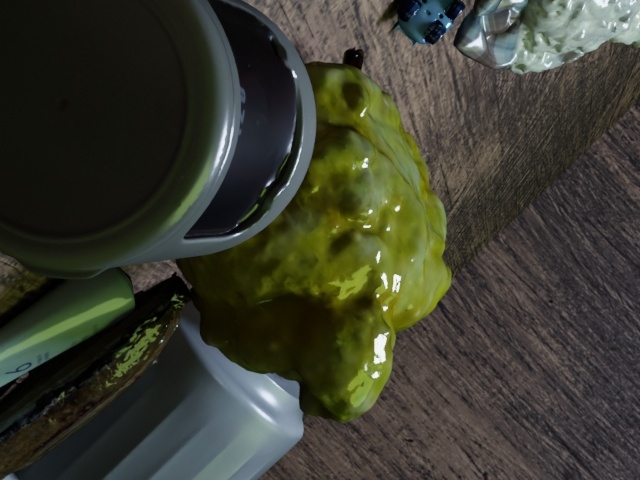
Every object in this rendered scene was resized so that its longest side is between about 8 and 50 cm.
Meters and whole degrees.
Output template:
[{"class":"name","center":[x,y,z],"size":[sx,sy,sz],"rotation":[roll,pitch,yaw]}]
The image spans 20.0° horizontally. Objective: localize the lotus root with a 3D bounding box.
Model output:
[{"class":"lotus root","center":[-0.250,0.155,1.877],"size":[0.329,0.078,0.167],"rotation":[-36,-164,14]}]

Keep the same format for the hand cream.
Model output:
[{"class":"hand cream","center":[-0.322,0.118,1.762],"size":[0.321,0.067,0.109],"rotation":[-32,167,-19]}]

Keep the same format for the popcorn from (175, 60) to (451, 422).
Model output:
[{"class":"popcorn","center":[0.004,-0.009,1.798],"size":[0.334,0.292,0.293],"rotation":[-43,164,-47]}]

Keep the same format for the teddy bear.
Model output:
[{"class":"teddy bear","center":[0.303,-0.352,2.083],"size":[0.362,0.375,0.327],"rotation":[9,144,-21]}]

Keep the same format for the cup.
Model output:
[{"class":"cup","center":[-0.216,0.213,2.087],"size":[0.327,0.237,0.323],"rotation":[-44,139,6]}]

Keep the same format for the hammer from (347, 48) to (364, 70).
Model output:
[{"class":"hammer","center":[0.038,-0.177,2.001],"size":[0.065,0.021,0.178],"rotation":[-42,166,-13]}]

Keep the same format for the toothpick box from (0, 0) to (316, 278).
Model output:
[{"class":"toothpick box","center":[-0.132,-0.087,1.270],"size":[0.229,0.229,0.316],"rotation":[-46,171,10]}]

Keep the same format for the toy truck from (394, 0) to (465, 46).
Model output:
[{"class":"toy truck","center":[0.112,-0.240,1.946],"size":[0.073,0.056,0.090],"rotation":[-48,-177,-11]}]
